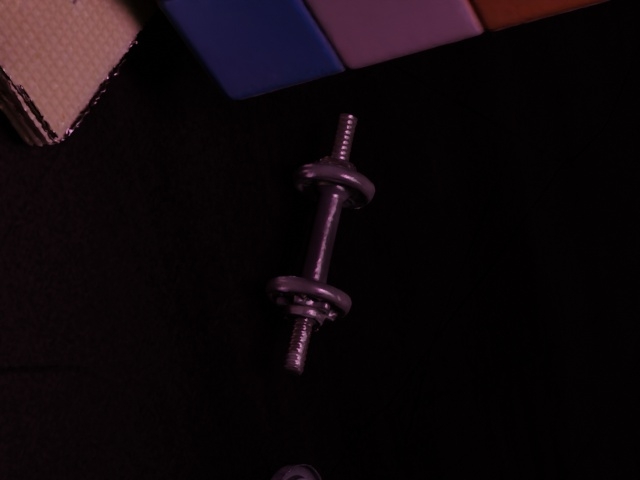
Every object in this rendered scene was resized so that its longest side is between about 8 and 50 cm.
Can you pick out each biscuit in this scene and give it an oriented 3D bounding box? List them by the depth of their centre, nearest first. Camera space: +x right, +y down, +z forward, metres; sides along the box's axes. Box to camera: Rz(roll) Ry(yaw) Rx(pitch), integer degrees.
[{"bbox_3d":[-0.183,-0.202,0.909,0.147,0.046,0.250,58,45,-38],"label":"biscuit"}]

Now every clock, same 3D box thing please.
[{"bbox_3d":[-0.024,0.250,1.150,0.085,0.017,0.085,2,88,-55],"label":"clock"}]

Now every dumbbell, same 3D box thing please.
[{"bbox_3d":[0.000,0.000,1.137,0.081,0.081,0.254,34,62,-49],"label":"dumbbell"}]

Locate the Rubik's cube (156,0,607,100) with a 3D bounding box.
[{"bbox_3d":[0.024,-0.363,0.900,0.344,0.347,0.347,53,35,-38],"label":"Rubik's cube"}]
